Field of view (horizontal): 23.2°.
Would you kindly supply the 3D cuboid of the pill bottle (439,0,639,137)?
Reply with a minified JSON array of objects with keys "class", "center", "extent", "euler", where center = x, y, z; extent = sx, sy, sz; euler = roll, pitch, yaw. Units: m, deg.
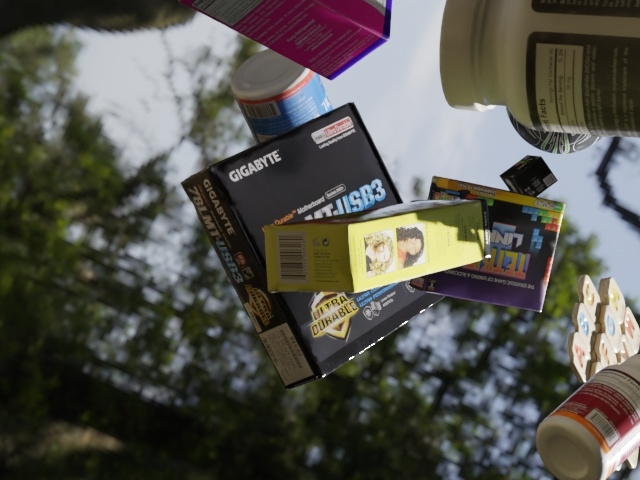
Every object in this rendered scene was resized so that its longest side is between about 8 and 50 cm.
[{"class":"pill bottle","center":[0.262,-0.179,1.456],"extent":[0.162,0.278,0.162],"euler":[6,90,-70]}]

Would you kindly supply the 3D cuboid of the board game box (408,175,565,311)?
[{"class":"board game box","center":[0.205,0.005,1.909],"extent":[0.048,0.170,0.141],"euler":[-164,-96,-66]}]

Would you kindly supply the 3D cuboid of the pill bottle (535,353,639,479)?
[{"class":"pill bottle","center":[0.298,0.183,1.608],"extent":[0.152,0.086,0.086],"euler":[-34,168,-35]}]

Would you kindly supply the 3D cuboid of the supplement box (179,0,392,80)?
[{"class":"supplement box","center":[-0.037,-0.291,1.764],"extent":[0.114,0.220,0.111],"euler":[-31,-137,44]}]

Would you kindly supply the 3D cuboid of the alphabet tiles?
[{"class":"alphabet tiles","center":[0.435,0.197,2.327],"extent":[0.021,0.278,0.284],"euler":[-11,-139,29]}]

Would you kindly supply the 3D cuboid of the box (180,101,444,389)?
[{"class":"box","center":[0.000,0.000,1.993],"extent":[0.073,0.293,0.295],"euler":[-23,-176,44]}]

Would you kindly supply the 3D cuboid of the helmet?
[{"class":"helmet","center":[0.317,-0.195,2.032],"extent":[0.169,0.169,0.161],"euler":[157,-56,-79]}]

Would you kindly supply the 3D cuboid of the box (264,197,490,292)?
[{"class":"box","center":[0.053,0.003,1.307],"extent":[0.232,0.087,0.058],"euler":[-12,99,-55]}]

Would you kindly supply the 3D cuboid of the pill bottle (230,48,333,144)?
[{"class":"pill bottle","center":[-0.035,-0.160,2.248],"extent":[0.124,0.124,0.221],"euler":[-72,147,-45]}]

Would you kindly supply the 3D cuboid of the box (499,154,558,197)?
[{"class":"box","center":[0.340,-0.102,2.547],"extent":[0.062,0.052,0.083],"euler":[-36,-171,-5]}]
